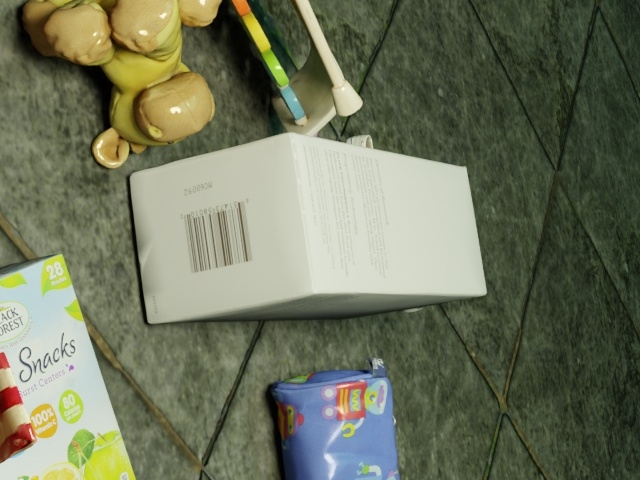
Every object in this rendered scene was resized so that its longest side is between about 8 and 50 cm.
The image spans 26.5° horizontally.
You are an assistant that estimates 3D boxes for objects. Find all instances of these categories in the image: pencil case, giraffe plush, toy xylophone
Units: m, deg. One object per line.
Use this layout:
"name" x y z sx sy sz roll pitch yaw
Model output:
"pencil case" 0.032 0.277 1.402 0.133 0.119 0.306 -7 87 -37
"giraffe plush" -0.160 -0.156 1.227 0.210 0.181 0.170 -117 -167 -66
"toy xylophone" -0.059 -0.237 1.366 0.322 0.081 0.236 60 1 -28

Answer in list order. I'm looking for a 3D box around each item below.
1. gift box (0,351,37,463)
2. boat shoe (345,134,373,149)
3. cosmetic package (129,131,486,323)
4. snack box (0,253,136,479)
"gift box" -0.329 0.133 0.736 0.258 0.255 0.276 25 54 -52
"boat shoe" 0.058 -0.080 1.647 0.035 0.035 0.100 -3 83 -59
"cosmetic package" 0.000 0.000 1.371 0.365 0.197 0.155 3 77 -60
"snack box" -0.244 0.133 1.045 0.174 0.070 0.207 -30 105 -57
